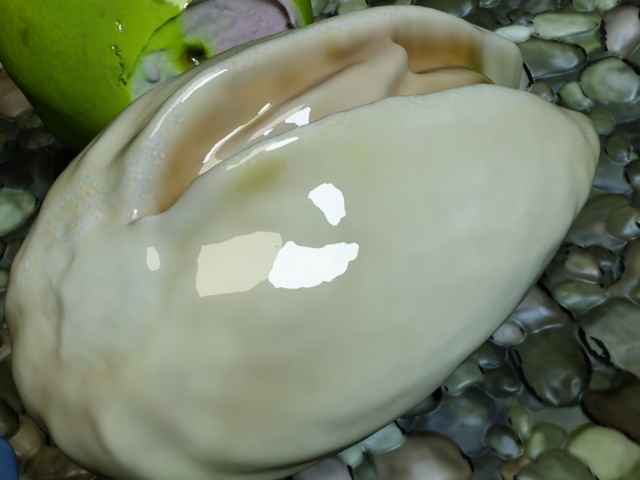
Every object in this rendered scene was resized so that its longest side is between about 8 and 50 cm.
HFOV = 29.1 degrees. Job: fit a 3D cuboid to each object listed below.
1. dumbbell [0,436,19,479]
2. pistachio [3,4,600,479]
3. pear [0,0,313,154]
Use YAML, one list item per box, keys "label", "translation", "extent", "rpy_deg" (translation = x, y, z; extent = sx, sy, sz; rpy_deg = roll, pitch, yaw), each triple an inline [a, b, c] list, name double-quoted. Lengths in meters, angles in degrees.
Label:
- label: "dumbbell"
  translation: [-0.243, 0.037, 0.642]
  extent: [0.156, 0.143, 0.316]
  rpy_deg: [-12, 58, -5]
- label: "pistachio"
  translation: [0.000, 0.000, 0.602]
  extent: [0.318, 0.214, 0.193]
  rpy_deg: [-25, 57, -24]
- label: "pear"
  translation: [-0.106, -0.135, 0.714]
  extent: [0.187, 0.187, 0.220]
  rpy_deg: [-34, 47, -13]
